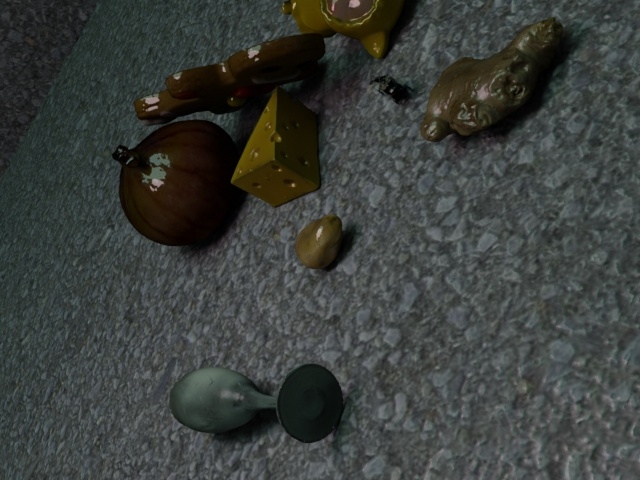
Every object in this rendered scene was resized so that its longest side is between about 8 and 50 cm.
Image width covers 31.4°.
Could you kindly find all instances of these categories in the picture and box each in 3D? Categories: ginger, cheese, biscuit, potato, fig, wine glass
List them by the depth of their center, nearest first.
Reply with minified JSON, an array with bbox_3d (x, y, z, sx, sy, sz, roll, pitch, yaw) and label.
[{"bbox_3d":[0.215,-0.192,1.426,0.213,0.074,0.137,-21,46,41],"label":"ginger"},{"bbox_3d":[-0.140,0.276,1.480,0.309,0.096,0.264,-10,40,55],"label":"wine glass"},{"bbox_3d":[0.000,0.000,1.599,0.068,0.062,0.083,57,142,28],"label":"potato"},{"bbox_3d":[-0.054,-0.157,1.804,0.126,0.093,0.171,-23,44,49],"label":"cheese"},{"bbox_3d":[-0.136,-0.258,1.891,0.432,0.283,0.064,-11,93,56],"label":"biscuit"},{"bbox_3d":[-0.249,-0.106,1.967,0.235,0.214,0.235,-61,3,5],"label":"fig"}]

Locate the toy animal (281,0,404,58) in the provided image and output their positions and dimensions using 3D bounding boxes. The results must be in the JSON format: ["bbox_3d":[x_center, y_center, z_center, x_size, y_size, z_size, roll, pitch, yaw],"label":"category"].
[{"bbox_3d":[0.036,-0.383,1.816,0.230,0.156,0.156,22,82,40],"label":"toy animal"}]

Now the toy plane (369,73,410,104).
[{"bbox_3d":[0.099,-0.227,1.669,0.031,0.049,0.120,-56,11,6],"label":"toy plane"}]
